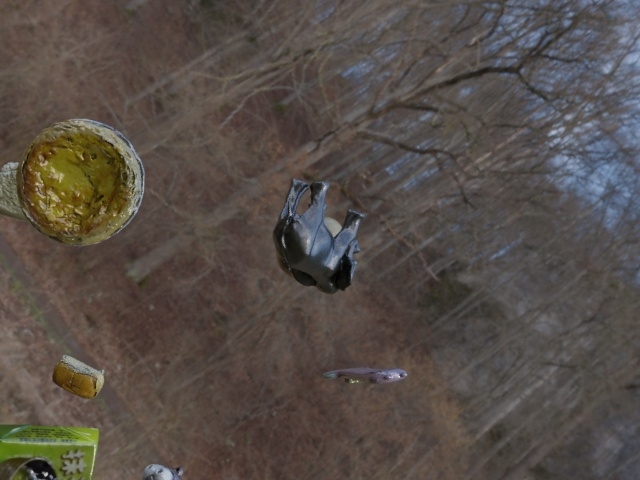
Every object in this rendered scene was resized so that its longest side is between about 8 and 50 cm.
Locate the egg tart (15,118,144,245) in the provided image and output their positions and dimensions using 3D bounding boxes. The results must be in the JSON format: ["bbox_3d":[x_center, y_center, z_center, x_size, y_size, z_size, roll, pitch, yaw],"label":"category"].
[{"bbox_3d":[-0.439,-0.106,1.229,0.234,0.234,0.094,54,-2,-3],"label":"egg tart"}]

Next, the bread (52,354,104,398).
[{"bbox_3d":[-0.522,0.299,1.438,0.106,0.053,0.072,29,-63,-3],"label":"bread"}]

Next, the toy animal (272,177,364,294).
[{"bbox_3d":[-0.003,0.001,1.112,0.115,0.146,0.245,-2,-23,41],"label":"toy animal"}]

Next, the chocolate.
[{"bbox_3d":[-0.754,0.657,1.789,0.137,0.289,0.300,-5,-105,62],"label":"chocolate"}]

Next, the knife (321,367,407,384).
[{"bbox_3d":[0.106,0.340,1.674,0.399,0.132,0.038,145,-64,-72],"label":"knife"}]

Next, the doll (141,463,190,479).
[{"bbox_3d":[-0.461,0.700,1.776,0.182,0.257,0.117,-1,-52,43],"label":"doll"}]

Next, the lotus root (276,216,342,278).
[{"bbox_3d":[-0.036,0.028,1.867,0.183,0.310,0.182,7,-73,23],"label":"lotus root"}]

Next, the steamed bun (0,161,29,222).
[{"bbox_3d":[-0.591,-0.119,1.507,0.200,0.170,0.225,9,3,15],"label":"steamed bun"}]
